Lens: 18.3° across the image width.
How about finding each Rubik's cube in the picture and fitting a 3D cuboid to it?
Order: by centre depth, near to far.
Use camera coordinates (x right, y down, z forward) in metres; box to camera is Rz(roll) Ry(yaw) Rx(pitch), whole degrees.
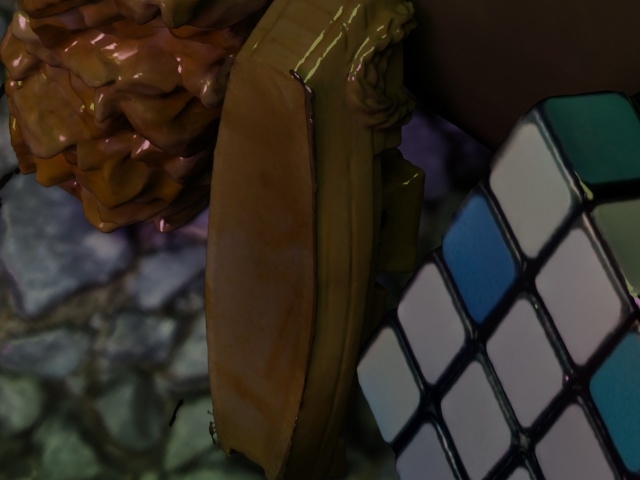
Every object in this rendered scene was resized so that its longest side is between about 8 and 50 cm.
[{"bbox_3d":[0.125,0.054,0.630,0.151,0.154,0.155,-7,58,-28],"label":"Rubik's cube"}]

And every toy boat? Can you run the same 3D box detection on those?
[{"bbox_3d":[0.000,0.000,0.695,0.064,0.206,0.072,30,41,31],"label":"toy boat"}]

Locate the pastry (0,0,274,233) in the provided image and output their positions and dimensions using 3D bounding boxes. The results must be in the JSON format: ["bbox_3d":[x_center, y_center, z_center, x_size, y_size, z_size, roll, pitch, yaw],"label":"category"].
[{"bbox_3d":[-0.060,-0.098,0.742,0.102,0.250,0.154,15,68,-4],"label":"pastry"}]

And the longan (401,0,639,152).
[{"bbox_3d":[0.117,-0.140,0.714,0.248,0.248,0.248,-5,63,10],"label":"longan"}]
